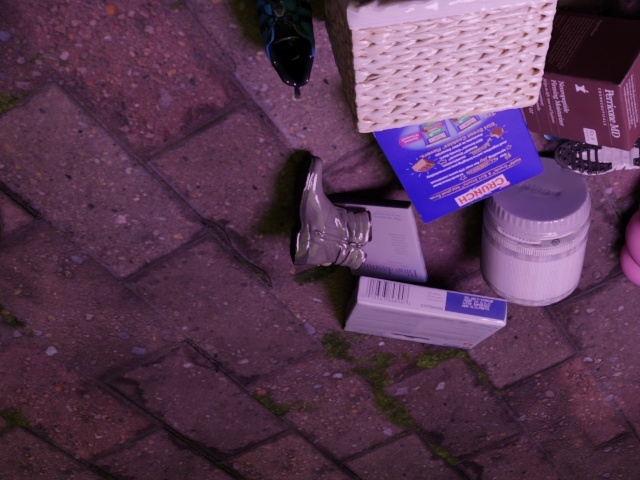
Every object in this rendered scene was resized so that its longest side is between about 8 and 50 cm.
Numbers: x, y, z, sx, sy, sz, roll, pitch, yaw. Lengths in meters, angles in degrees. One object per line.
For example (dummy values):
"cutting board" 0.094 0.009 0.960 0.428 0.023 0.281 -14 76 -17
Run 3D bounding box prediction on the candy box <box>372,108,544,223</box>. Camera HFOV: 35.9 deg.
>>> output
"candy box" 0.253 -0.210 1.905 0.268 0.122 0.317 -24 135 10

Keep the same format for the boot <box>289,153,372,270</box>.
"boot" 0.028 -0.057 2.002 0.161 0.083 0.246 0 114 -13

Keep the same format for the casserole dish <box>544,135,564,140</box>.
"casserole dish" 0.526 -0.260 1.980 0.188 0.037 0.114 -8 137 -4

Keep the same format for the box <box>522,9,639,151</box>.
"box" 0.488 -0.291 1.782 0.203 0.167 0.168 18 150 35

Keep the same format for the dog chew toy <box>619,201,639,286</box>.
"dog chew toy" 0.775 -0.014 2.185 0.207 0.206 0.332 1 143 -14

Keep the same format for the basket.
"basket" 0.174 -0.384 1.565 0.331 0.328 0.266 -11 141 -3

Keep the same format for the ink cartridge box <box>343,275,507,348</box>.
"ink cartridge box" 0.225 0.168 2.237 0.324 0.071 0.330 9 165 -2

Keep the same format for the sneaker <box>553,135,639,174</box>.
"sneaker" 0.572 -0.175 2.028 0.234 0.106 0.078 -5 94 -17

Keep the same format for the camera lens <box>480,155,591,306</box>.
"camera lens" 0.451 -0.012 2.084 0.219 0.219 0.274 -10 137 -3

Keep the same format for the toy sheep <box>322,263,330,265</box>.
"toy sheep" 0.000 0.000 2.091 0.091 0.091 0.132 -14 123 1

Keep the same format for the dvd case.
"dvd case" 0.125 0.001 2.108 0.180 0.022 0.253 5 141 21

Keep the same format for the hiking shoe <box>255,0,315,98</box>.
"hiking shoe" -0.056 -0.392 1.635 0.113 0.132 0.304 -16 137 3
